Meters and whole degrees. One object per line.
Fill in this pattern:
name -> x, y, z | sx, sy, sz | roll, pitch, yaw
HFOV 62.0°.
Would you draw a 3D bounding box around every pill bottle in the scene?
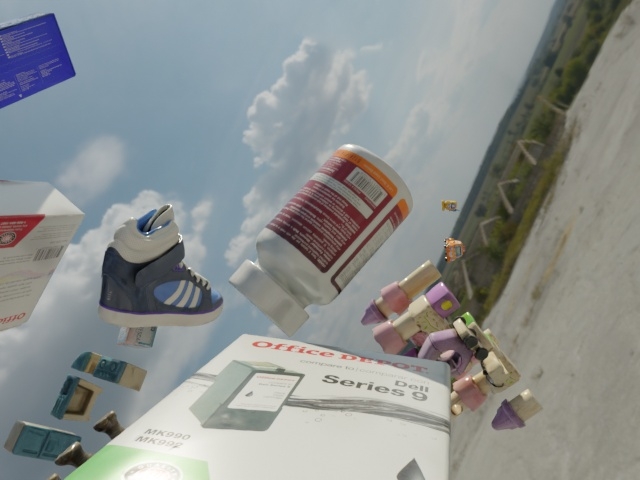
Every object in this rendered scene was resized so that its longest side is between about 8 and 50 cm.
pill bottle -> 0.000, 0.000, 0.644 | 0.221, 0.121, 0.121 | -48, -17, -10

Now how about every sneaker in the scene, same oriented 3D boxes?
sneaker -> -0.299, 0.048, 1.107 | 0.322, 0.130, 0.237 | 5, -77, -57

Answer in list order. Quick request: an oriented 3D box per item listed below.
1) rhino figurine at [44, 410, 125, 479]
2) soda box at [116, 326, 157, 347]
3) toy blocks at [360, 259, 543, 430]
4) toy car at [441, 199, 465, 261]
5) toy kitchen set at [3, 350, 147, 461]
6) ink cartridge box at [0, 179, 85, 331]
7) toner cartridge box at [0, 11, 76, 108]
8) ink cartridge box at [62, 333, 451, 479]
rhino figurine -> -0.218, 0.258, 0.460 | 0.073, 0.106, 0.243 | -38, 6, 14
soda box -> -0.430, 0.219, 1.244 | 0.183, 0.062, 0.058 | -23, 53, 62
toy blocks -> 0.206, 0.251, 1.007 | 0.260, 0.288, 0.309 | -39, 19, 12
toy car -> 0.261, -0.020, 1.045 | 0.060, 0.040, 0.122 | -11, -82, -75
toy kitchen set -> -0.450, 0.313, 0.991 | 0.122, 0.166, 0.207 | 39, -119, -45
ink cartridge box -> -0.646, 0.037, 1.047 | 0.306, 0.131, 0.226 | -54, -12, 15
toner cartridge box -> -0.776, -0.421, 1.287 | 0.348, 0.075, 0.165 | -49, -37, -44
ink cartridge box -> -0.019, 0.176, 0.379 | 0.289, 0.211, 0.122 | -32, -53, -74
